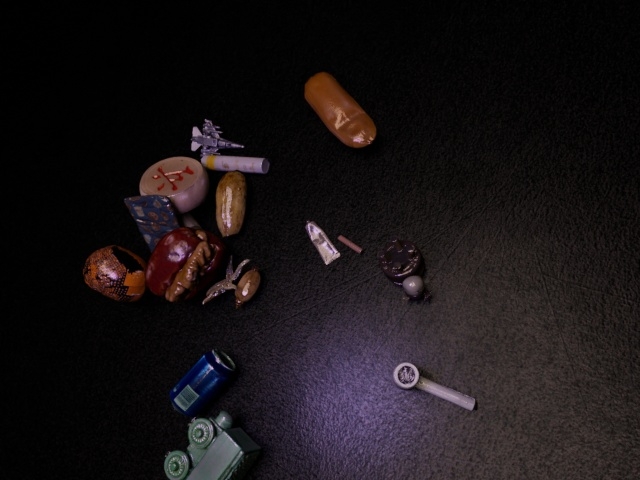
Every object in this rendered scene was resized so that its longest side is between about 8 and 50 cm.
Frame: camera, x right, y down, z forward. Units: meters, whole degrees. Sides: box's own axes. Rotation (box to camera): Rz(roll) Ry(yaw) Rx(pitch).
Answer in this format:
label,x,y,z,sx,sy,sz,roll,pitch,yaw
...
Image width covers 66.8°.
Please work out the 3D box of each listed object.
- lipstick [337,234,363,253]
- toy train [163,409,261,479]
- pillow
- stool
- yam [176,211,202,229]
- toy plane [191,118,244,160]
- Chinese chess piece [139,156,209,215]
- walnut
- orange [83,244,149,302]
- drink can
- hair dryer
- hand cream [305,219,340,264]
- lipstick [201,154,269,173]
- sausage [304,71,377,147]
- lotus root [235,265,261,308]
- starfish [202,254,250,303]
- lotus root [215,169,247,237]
label,x,y,z,sx,sy,sz,roll,pitch,yaw
lipstick,0.096,0.012,1.548,0.094,0.019,0.019,35,86,28
toy train,-0.323,0.638,1.408,0.202,0.145,0.266,36,87,25
pillow,-0.570,-0.050,1.714,0.189,0.255,0.034,3,37,22
stool,0.245,0.081,1.413,0.125,0.121,0.217,-25,59,9
yam,-0.504,-0.079,1.784,0.068,0.068,0.169,-44,61,1
toy plane,-0.406,-0.375,1.848,0.234,0.082,0.160,14,103,26
Chinese chess piece,-0.529,-0.200,1.771,0.250,0.103,0.249,-4,46,5
walnut,-0.448,0.091,1.619,0.269,0.222,0.244,-56,37,13
orange,-0.701,0.121,1.693,0.234,0.234,0.182,27,66,27
drink can,-0.366,0.442,1.512,0.205,0.118,0.118,-46,62,-1
hair dryer,0.302,0.396,1.282,0.236,0.131,0.073,24,78,13
hand cream,0.000,0.000,1.587,0.057,0.037,0.165,-36,70,5
lipstick,-0.316,-0.282,1.790,0.264,0.059,0.059,7,74,23
sausage,0.073,-0.433,1.669,0.134,0.116,0.354,-30,65,-8
lotus root,-0.239,0.157,1.597,0.072,0.063,0.152,21,78,38
starfish,-0.310,0.138,1.615,0.208,0.053,0.176,-52,25,-4
lotus root,-0.314,-0.136,1.718,0.110,0.097,0.258,-6,73,16
